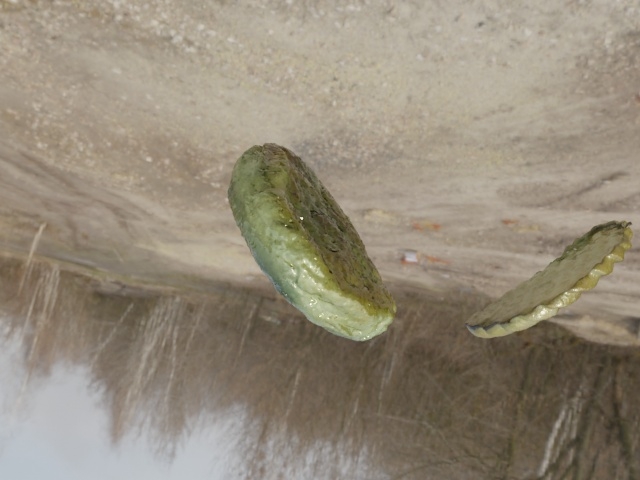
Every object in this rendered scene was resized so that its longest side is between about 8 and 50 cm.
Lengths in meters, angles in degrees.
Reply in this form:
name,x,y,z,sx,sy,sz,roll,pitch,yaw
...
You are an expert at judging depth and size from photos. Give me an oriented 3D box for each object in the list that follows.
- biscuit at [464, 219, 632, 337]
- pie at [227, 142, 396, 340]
name,x,y,z,sx,sy,sz,roll,pitch,yaw
biscuit,0.334,0.059,0.857,0.036,0.274,0.187,54,-179,3
pie,0.000,0.000,0.723,0.079,0.276,0.277,-40,145,20
